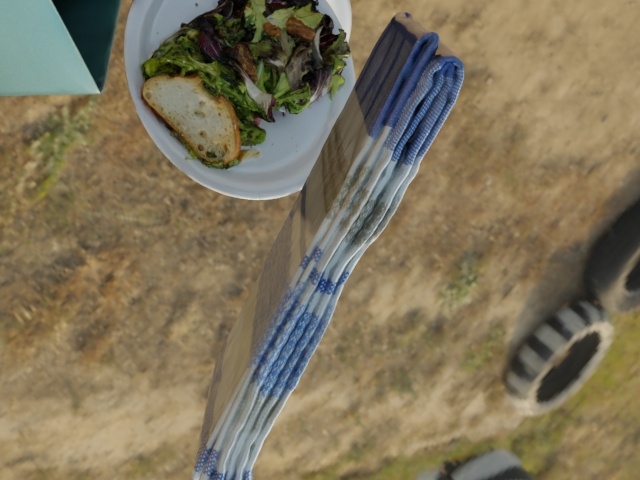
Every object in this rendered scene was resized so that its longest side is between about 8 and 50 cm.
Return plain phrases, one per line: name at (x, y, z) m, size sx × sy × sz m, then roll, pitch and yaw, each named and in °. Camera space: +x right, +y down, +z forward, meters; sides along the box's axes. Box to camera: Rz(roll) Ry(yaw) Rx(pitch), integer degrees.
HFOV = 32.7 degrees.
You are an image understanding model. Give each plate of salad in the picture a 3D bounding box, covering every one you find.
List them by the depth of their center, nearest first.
plate of salad at (-0.050, -0.130, 0.814) m, size 0.200 × 0.200 × 0.048 m, roll -25°, pitch -174°, yaw -33°

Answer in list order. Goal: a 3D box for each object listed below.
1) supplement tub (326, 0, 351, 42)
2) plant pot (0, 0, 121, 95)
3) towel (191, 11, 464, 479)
supplement tub at (-0.121, -0.347, 1.503) m, size 0.235 × 0.325 × 0.235 m, roll -15°, pitch 131°, yaw -18°
plant pot at (-0.338, -0.245, 1.061) m, size 0.234 × 0.165 × 0.166 m, roll -4°, pitch 146°, yaw 10°
towel at (0.000, 0.000, 0.657) m, size 0.285 × 0.034 × 0.209 m, roll -63°, pitch -172°, yaw 13°
